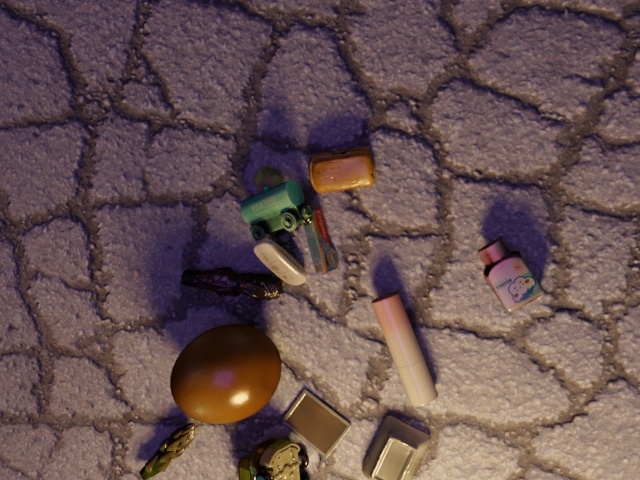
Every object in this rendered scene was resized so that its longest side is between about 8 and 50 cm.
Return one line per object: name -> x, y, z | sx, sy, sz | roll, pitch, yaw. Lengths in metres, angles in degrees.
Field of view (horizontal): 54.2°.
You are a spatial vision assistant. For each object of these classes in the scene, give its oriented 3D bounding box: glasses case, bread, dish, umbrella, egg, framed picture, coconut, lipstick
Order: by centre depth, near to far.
lipstick -> 0.246, 0.315, 1.827 | 0.087, 0.087, 0.326 | -21, 90, 14
bread -> 0.059, -0.205, 1.831 | 0.201, 0.077, 0.115 | -6, 102, 14
egg -> -0.283, 0.397, 1.860 | 0.352, 0.283, 0.282 | -21, 90, 20
glasses case -> -0.119, 0.066, 1.869 | 0.074, 0.049, 0.193 | -24, 124, 35
dish -> 0.221, 0.653, 1.871 | 0.151, 0.077, 0.212 | 26, 100, 10
coconut -> -0.160, -0.182, 1.882 | 0.083, 0.081, 0.082 | -39, 121, 0
umbrella -> -0.277, 0.134, 1.933 | 0.326, 0.090, 0.094 | 4, 99, 13
framed picture -> -0.014, 0.570, 1.952 | 0.183, 0.011, 0.141 | 36, 102, 7

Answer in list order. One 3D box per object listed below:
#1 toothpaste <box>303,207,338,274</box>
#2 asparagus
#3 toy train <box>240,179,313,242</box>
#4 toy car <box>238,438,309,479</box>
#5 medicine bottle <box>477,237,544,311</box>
toothpaste -> 0.000, 0.000, 1.877 | 0.044, 0.070, 0.193 | -12, 93, 44
asparagus -> -0.487, 0.683, 2.044 | 0.080, 0.080, 0.287 | 43, 111, 6
toy train -> -0.132, -0.088, 1.840 | 0.248, 0.101, 0.159 | -18, 97, 40
toy car -> -0.164, 0.737, 1.935 | 0.198, 0.204, 0.247 | -3, 93, 37
medicine bottle -> 0.518, 0.091, 1.736 | 0.119, 0.094, 0.187 | -33, 88, 12
